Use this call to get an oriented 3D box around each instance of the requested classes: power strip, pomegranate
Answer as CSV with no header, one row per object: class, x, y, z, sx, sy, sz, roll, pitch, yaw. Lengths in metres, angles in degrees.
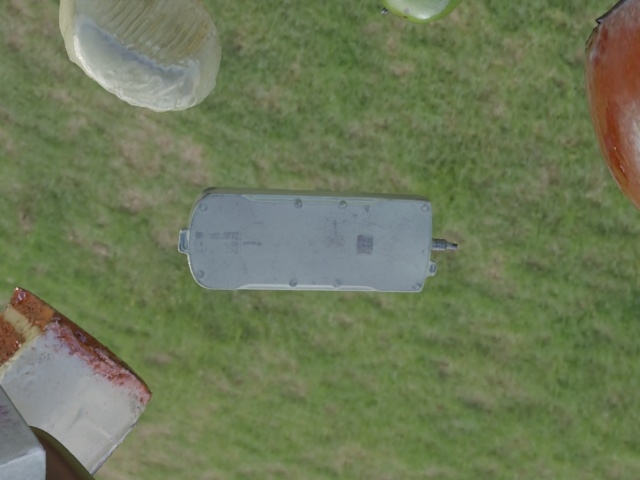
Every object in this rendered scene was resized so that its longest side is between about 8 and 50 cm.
power strip,0.000,0.000,0.842,0.226,0.029,0.080,2,106,-10
pomegranate,0.140,-0.405,1.453,0.156,0.156,0.220,8,132,13

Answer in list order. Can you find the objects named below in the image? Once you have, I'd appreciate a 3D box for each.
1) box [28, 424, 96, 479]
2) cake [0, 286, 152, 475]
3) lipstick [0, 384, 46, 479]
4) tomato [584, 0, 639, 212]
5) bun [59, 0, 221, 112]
box,-0.130,0.303,0.730,0.263,0.108,0.404,31,149,48
cake,-0.337,0.131,1.133,0.262,0.158,0.160,30,163,32
lipstick,-0.265,0.051,0.624,0.317,0.066,0.068,41,133,35
tomato,0.250,-0.056,0.526,0.214,0.155,0.181,-8,164,3
bun,-0.197,-0.215,1.141,0.188,0.164,0.111,27,135,-10
